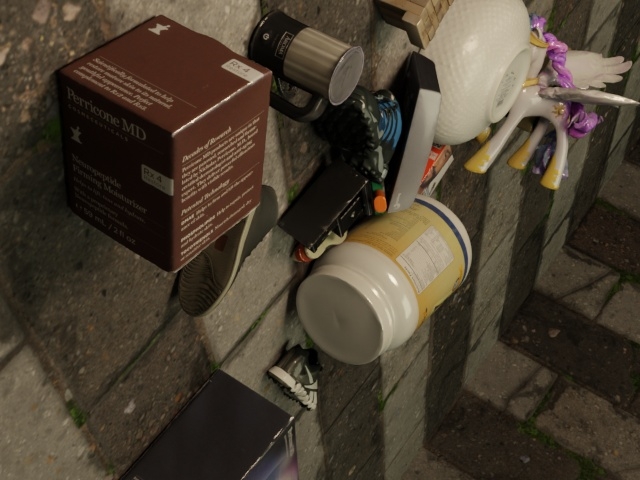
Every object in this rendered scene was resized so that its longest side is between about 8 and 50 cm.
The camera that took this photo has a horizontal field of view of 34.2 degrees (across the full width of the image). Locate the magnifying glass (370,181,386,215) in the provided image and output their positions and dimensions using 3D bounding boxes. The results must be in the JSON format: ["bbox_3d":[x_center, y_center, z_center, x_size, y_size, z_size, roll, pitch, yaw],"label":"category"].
[{"bbox_3d":[0.103,-0.082,1.881,0.231,0.026,0.092,-92,175,-80],"label":"magnifying glass"}]

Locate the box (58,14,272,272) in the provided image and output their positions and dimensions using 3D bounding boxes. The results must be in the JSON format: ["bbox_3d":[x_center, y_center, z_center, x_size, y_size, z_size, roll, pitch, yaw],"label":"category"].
[{"bbox_3d":[-0.175,-0.111,1.183,0.167,0.168,0.203,-41,151,-39],"label":"box"}]

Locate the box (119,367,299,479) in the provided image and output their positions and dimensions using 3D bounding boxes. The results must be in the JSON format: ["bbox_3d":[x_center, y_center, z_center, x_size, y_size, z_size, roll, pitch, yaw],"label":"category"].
[{"bbox_3d":[-0.189,0.437,1.815,0.294,0.183,0.296,-50,156,-29],"label":"box"}]

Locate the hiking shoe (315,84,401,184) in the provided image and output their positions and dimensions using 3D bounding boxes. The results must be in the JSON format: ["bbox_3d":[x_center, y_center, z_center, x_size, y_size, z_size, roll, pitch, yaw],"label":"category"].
[{"bbox_3d":[0.070,-0.204,1.717,0.304,0.113,0.132,67,45,-74],"label":"hiking shoe"}]

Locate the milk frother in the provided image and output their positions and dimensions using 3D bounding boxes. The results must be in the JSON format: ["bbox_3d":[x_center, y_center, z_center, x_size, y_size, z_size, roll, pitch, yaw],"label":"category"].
[{"bbox_3d":[-0.011,-0.235,1.436,0.143,0.135,0.129,-22,137,-58],"label":"milk frother"}]

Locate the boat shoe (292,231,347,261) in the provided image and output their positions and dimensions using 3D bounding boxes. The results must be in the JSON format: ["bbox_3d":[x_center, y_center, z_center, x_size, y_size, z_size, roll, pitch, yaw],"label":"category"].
[{"bbox_3d":[0.000,0.000,1.876,0.043,0.049,0.137,-23,-169,42],"label":"boat shoe"}]

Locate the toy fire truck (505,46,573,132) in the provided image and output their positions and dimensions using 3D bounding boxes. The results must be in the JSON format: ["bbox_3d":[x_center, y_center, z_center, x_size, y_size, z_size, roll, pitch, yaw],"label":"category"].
[{"bbox_3d":[0.555,-0.363,2.530,0.217,0.158,0.246,-66,169,11],"label":"toy fire truck"}]

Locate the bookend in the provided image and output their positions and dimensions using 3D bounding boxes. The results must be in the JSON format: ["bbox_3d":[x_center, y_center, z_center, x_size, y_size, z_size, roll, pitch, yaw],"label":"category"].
[{"bbox_3d":[0.012,-0.039,1.796,0.157,0.072,0.156,-49,163,-12],"label":"bookend"}]

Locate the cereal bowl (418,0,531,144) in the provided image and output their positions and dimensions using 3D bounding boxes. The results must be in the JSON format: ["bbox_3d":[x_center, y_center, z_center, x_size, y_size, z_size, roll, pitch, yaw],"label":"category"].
[{"bbox_3d":[0.310,-0.330,2.019,0.339,0.141,0.339,-48,155,-32],"label":"cereal bowl"}]

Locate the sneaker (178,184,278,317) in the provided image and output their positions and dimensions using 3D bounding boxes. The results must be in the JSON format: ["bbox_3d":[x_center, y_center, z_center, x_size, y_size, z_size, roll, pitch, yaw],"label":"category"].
[{"bbox_3d":[-0.128,0.015,1.557,0.222,0.083,0.118,-65,158,7],"label":"sneaker"}]

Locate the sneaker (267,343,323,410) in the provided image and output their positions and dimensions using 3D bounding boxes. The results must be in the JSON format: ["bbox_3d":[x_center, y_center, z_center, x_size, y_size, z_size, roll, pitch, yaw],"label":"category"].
[{"bbox_3d":[-0.031,0.273,2.092,0.106,0.078,0.234,-53,155,-11],"label":"sneaker"}]

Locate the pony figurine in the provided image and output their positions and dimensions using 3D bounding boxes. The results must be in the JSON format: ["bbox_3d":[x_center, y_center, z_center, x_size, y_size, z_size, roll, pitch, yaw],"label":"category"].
[{"bbox_3d":[0.510,-0.303,2.279,0.303,0.351,0.363,-96,-160,-62],"label":"pony figurine"}]

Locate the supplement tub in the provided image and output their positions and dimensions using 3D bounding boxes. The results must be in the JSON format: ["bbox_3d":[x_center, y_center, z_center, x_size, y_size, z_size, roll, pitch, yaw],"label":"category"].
[{"bbox_3d":[0.121,0.071,1.975,0.316,0.228,0.228,-39,150,-42],"label":"supplement tub"}]

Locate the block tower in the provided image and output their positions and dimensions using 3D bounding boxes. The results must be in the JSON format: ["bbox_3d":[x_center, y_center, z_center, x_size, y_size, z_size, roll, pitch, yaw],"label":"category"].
[{"bbox_3d":[0.207,-0.481,1.672,0.335,0.097,0.091,-60,158,-6],"label":"block tower"}]

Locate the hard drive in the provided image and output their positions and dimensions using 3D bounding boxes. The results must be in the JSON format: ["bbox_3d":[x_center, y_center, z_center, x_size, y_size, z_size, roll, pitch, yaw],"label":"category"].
[{"bbox_3d":[0.163,-0.192,1.873,0.172,0.054,0.254,-90,-169,-55],"label":"hard drive"}]

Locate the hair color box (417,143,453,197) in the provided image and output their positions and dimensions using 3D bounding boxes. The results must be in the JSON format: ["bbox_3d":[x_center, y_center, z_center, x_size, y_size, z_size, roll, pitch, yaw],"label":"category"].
[{"bbox_3d":[0.208,-0.130,2.154,0.167,0.053,0.093,-58,157,-11],"label":"hair color box"}]
